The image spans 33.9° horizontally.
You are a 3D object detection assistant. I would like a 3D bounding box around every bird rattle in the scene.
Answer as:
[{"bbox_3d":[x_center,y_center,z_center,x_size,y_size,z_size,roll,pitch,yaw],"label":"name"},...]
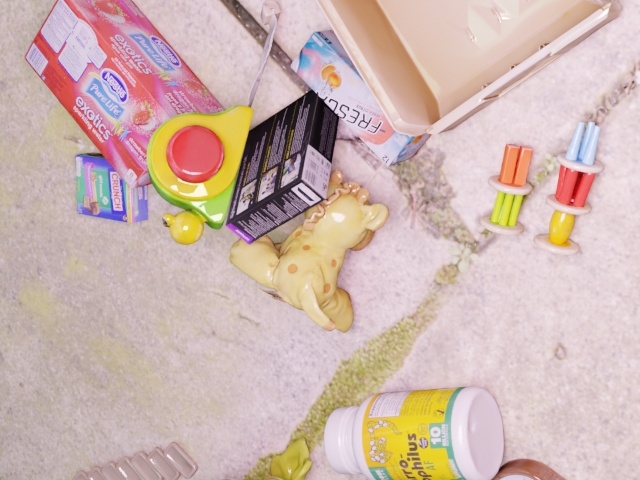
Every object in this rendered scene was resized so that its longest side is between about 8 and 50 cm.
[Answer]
[{"bbox_3d":[-0.125,0.364,1.458,0.253,0.207,0.143,-16,76,25],"label":"bird rattle"}]

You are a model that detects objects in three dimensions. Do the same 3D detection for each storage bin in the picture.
[{"bbox_3d":[0.147,-0.286,1.152,0.262,0.123,0.260,-34,84,33],"label":"storage bin"}]

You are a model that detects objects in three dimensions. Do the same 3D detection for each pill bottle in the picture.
[{"bbox_3d":[0.113,0.247,1.317,0.208,0.117,0.118,-9,98,33],"label":"pill bottle"}]

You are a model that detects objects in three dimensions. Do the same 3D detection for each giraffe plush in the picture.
[{"bbox_3d":[0.000,0.000,1.306,0.181,0.210,0.171,33,91,4],"label":"giraffe plush"}]

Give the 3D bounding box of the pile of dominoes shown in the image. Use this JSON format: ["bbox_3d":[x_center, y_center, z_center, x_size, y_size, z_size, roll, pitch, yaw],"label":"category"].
[{"bbox_3d":[-0.262,0.425,1.661,0.251,0.040,0.196,-23,90,26],"label":"pile of dominoes"}]

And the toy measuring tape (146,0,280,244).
[{"bbox_3d":[-0.141,-0.156,1.297,0.121,0.121,0.330,7,76,30],"label":"toy measuring tape"}]

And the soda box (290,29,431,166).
[{"bbox_3d":[0.051,-0.175,1.277,0.183,0.063,0.058,46,121,14],"label":"soda box"}]

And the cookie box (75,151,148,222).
[{"bbox_3d":[-0.307,-0.078,1.540,0.107,0.040,0.092,9,107,29],"label":"cookie box"}]

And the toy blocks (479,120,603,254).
[{"bbox_3d":[0.252,-0.072,1.184,0.123,0.054,0.148,21,113,25],"label":"toy blocks"}]

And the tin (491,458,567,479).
[{"bbox_3d":[0.288,0.348,1.284,0.189,0.040,0.106,35,114,20],"label":"tin"}]

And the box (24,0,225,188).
[{"bbox_3d":[-0.264,-0.210,1.429,0.257,0.122,0.128,49,123,12],"label":"box"}]

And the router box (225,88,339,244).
[{"bbox_3d":[-0.044,-0.096,1.297,0.133,0.179,0.046,-28,125,34],"label":"router box"}]
